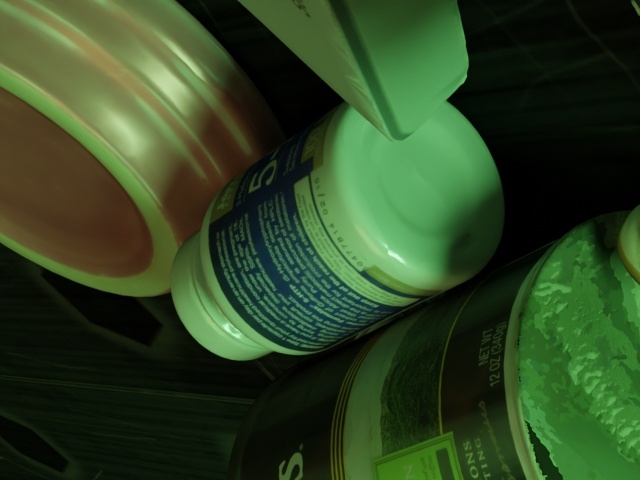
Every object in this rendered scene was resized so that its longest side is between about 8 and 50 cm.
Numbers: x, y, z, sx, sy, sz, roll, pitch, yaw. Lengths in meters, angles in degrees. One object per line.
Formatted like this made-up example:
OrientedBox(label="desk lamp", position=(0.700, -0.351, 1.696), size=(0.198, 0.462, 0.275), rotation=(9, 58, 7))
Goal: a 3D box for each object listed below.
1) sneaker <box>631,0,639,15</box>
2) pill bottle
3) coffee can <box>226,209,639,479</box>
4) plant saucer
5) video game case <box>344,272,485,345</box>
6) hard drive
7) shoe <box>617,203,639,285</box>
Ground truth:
OrientedBox(label="sneaker", position=(0.120, -0.117, 0.530), size=(0.153, 0.099, 0.282), rotation=(11, 141, 30))
OrientedBox(label="pill bottle", position=(0.000, 0.000, 0.813), size=(0.112, 0.112, 0.187), rotation=(41, 140, -16))
OrientedBox(label="coffee can", position=(0.101, 0.122, 0.810), size=(0.201, 0.201, 0.275), rotation=(39, 144, -14))
OrientedBox(label="plant saucer", position=(-0.174, -0.072, 0.952), size=(0.332, 0.084, 0.332), rotation=(26, 154, 14))
OrientedBox(label="video game case", position=(0.111, 0.110, 1.021), size=(0.196, 0.026, 0.274), rotation=(32, 155, 0))
OrientedBox(label="hard drive", position=(-0.097, -0.189, 0.516), size=(0.353, 0.047, 0.233), rotation=(43, 179, 14))
OrientedBox(label="shoe", position=(0.238, 0.007, 0.651), size=(0.219, 0.076, 0.058), rotation=(12, 146, 21))
